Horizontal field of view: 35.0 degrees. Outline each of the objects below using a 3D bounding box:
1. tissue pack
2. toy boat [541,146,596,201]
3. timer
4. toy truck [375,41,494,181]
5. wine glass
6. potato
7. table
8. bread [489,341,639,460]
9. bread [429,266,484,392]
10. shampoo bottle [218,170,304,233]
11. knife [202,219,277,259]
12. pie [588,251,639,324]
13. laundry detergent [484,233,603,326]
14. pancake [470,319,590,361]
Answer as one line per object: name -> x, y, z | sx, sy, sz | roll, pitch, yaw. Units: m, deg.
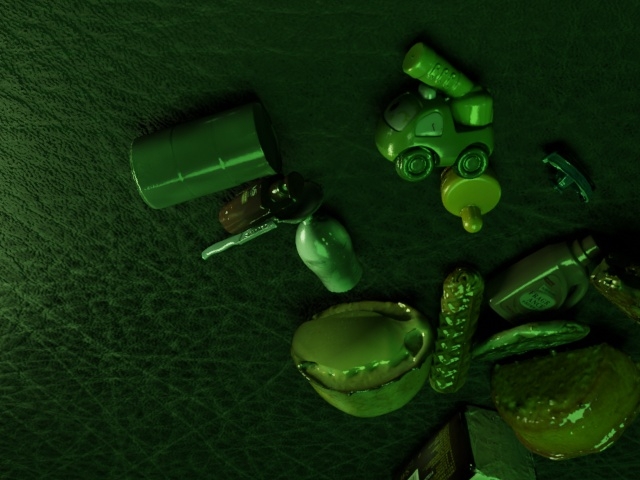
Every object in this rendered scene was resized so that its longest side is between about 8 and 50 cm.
tissue pack -> 0.319, 0.571, 2.373 | 0.198, 0.210, 0.370 | 15, 134, -22
toy boat -> 0.431, -0.112, 1.780 | 0.061, 0.060, 0.137 | -42, 131, 7
timer -> 0.263, -0.080, 1.768 | 0.107, 0.109, 0.107 | -2, 135, -2
toy truck -> 0.197, -0.200, 1.632 | 0.187, 0.148, 0.210 | 12, 113, -18
wine glass -> 0.000, 0.000, 1.841 | 0.103, 0.103, 0.222 | -18, 132, 15
potato -> 0.094, 0.251, 2.034 | 0.285, 0.242, 0.242 | -18, 136, -7
table -> -0.188, -0.140, 1.670 | 0.220, 0.126, 0.126 | -16, 134, 13
bread -> 0.513, 0.349, 2.126 | 0.340, 0.179, 0.194 | -17, 132, 35
bread -> 0.276, 0.189, 2.070 | 0.084, 0.077, 0.367 | 0, 135, -1
shampoo bottle -> -0.099, -0.066, 1.731 | 0.067, 0.068, 0.236 | -11, 171, -33
knife -> -0.148, -0.003, 1.850 | 0.210, 0.028, 0.015 | -23, 118, 41
pie -> 0.650, 0.127, 1.891 | 0.355, 0.288, 0.103 | 29, 92, -49
laundry detergent -> 0.456, 0.080, 1.973 | 0.237, 0.076, 0.171 | -33, 133, 25
pancake -> 0.422, 0.200, 2.051 | 0.254, 0.037, 0.253 | -10, 163, -3
